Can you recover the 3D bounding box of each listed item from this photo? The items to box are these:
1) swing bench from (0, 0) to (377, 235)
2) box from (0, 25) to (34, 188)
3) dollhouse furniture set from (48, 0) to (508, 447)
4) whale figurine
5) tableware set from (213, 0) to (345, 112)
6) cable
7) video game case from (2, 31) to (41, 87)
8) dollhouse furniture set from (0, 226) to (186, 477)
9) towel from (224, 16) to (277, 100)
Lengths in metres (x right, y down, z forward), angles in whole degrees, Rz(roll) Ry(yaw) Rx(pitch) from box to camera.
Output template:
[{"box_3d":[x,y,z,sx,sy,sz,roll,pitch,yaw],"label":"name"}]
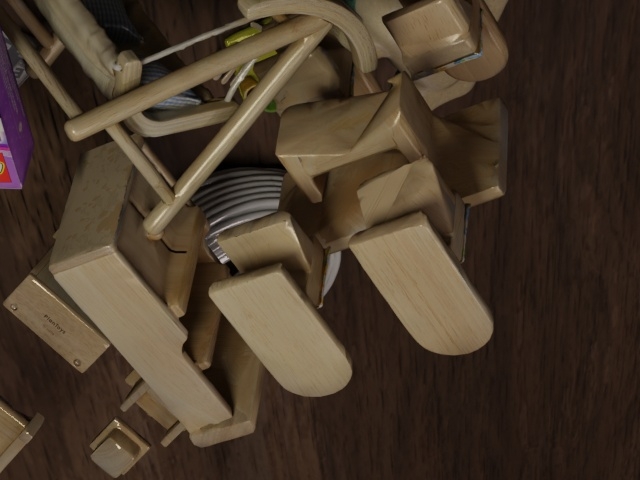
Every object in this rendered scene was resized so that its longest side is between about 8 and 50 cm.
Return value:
[{"box_3d":[-0.132,-0.193,1.585,0.255,0.253,0.165,-38,143,-3],"label":"swing bench"},{"box_3d":[-0.395,-0.129,1.507,0.293,0.057,0.201,2,142,7],"label":"box"},{"box_3d":[0.000,0.000,1.677,0.394,0.362,0.256,-19,129,23],"label":"dollhouse furniture set"},{"box_3d":[0.098,-0.238,1.834,0.216,0.141,0.272,-29,149,-15],"label":"whale figurine"},{"box_3d":[-0.028,-0.194,1.854,0.104,0.024,0.154,20,116,-45],"label":"tableware set"},{"box_3d":[-0.103,0.031,2.033,0.257,0.089,0.257,5,129,-43],"label":"cable"},{"box_3d":[-0.364,-0.144,1.673,0.173,0.022,0.190,-45,144,15],"label":"video game case"},{"box_3d":[-0.319,0.157,1.915,0.355,0.303,0.174,-46,-173,25],"label":"dollhouse furniture set"},{"box_3d":[0.018,-0.221,1.894,0.237,0.021,0.102,-27,139,-9],"label":"towel"}]
